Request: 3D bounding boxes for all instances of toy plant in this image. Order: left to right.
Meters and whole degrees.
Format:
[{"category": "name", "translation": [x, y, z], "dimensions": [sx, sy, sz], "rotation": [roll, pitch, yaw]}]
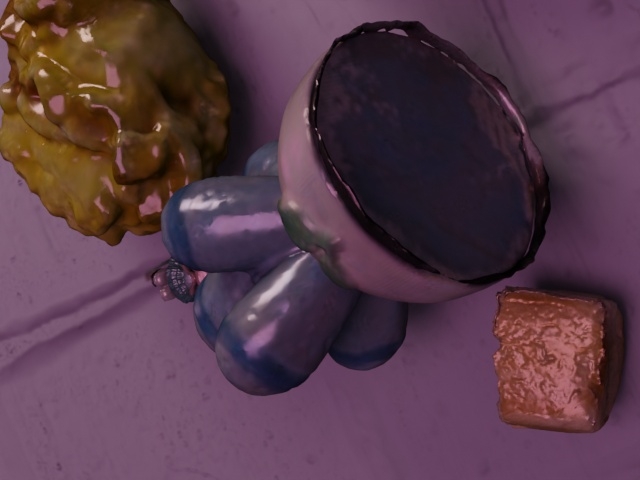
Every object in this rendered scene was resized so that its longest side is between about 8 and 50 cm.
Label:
[{"category": "toy plant", "translation": [0.000, 0.000, 1.496], "dimensions": [0.332, 0.247, 0.247], "rotation": [-37, 82, 44]}]

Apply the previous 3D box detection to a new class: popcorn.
[{"category": "popcorn", "translation": [-0.206, -0.136, 1.665], "dimensions": [0.225, 0.174, 0.286], "rotation": [-21, 91, 42]}]

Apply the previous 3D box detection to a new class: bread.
[{"category": "bread", "translation": [0.202, 0.102, 1.529], "dimensions": [0.106, 0.082, 0.125], "rotation": [5, 96, 21]}]

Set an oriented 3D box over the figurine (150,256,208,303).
[{"category": "figurine", "translation": [-0.112, 0.038, 1.726], "dimensions": [0.106, 0.047, 0.060], "rotation": [-13, 88, 36]}]
